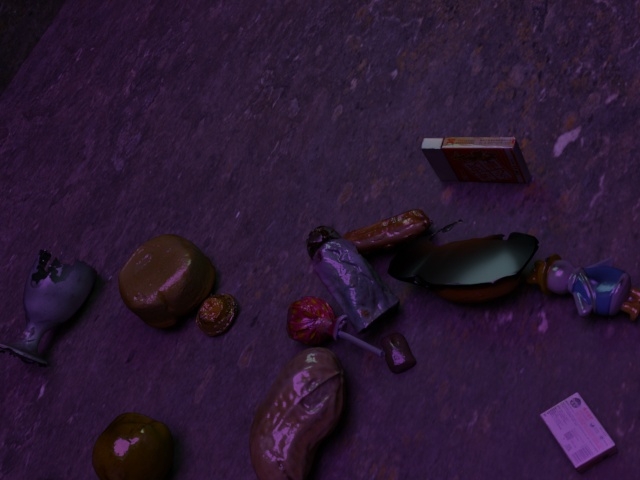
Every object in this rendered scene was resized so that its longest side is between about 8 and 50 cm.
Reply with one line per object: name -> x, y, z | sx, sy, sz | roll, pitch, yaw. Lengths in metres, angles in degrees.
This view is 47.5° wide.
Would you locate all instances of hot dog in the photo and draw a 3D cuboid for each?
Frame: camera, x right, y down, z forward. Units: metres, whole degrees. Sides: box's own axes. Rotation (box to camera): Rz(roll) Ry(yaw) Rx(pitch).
hot dog -> 0.334, 0.063, 1.651 | 0.326, 0.107, 0.194 | 11, 56, 44
hot dog -> 0.154, -0.010, 1.801 | 0.270, 0.072, 0.109 | -20, 11, 26

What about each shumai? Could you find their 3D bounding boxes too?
shumai -> -0.001, 0.001, 1.887 | 0.099, 0.087, 0.124 | -44, 48, -1

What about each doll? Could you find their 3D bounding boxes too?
doll -> 0.548, 0.090, 1.513 | 0.241, 0.099, 0.135 | 17, 92, 38

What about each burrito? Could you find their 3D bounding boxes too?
burrito -> 0.081, 0.096, 1.711 | 0.144, 0.089, 0.228 | -30, 76, -31

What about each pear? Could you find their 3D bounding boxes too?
pear -> -0.449, 0.516, 1.744 | 0.200, 0.200, 0.199 | -15, 54, 21

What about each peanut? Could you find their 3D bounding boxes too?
peanut -> -0.053, 0.398, 1.618 | 0.174, 0.158, 0.339 | 32, 82, 9

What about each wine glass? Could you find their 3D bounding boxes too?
wine glass -> -0.811, 0.192, 2.161 | 0.191, 0.190, 0.356 | 11, 71, 34

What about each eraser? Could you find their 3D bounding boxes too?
eraser -> 0.374, -0.194, 1.756 | 0.230, 0.157, 0.038 | 5, 66, 32

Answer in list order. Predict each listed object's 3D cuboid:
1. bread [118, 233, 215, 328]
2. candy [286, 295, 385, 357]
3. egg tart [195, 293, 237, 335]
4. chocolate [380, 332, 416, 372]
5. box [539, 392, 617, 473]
bread -> -0.428, 0.107, 2.021 | 0.270, 0.148, 0.269 | -15, 50, 19
candy -> 0.036, 0.209, 1.646 | 0.124, 0.124, 0.365 | -54, 28, -11
egg tart -> -0.284, 0.191, 1.947 | 0.131, 0.052, 0.130 | -16, 55, 24
chocolate -> 0.173, 0.251, 1.662 | 0.065, 0.031, 0.100 | -25, 49, 8
box -> 0.494, 0.368, 1.394 | 0.089, 0.043, 0.125 | -33, 49, 7
